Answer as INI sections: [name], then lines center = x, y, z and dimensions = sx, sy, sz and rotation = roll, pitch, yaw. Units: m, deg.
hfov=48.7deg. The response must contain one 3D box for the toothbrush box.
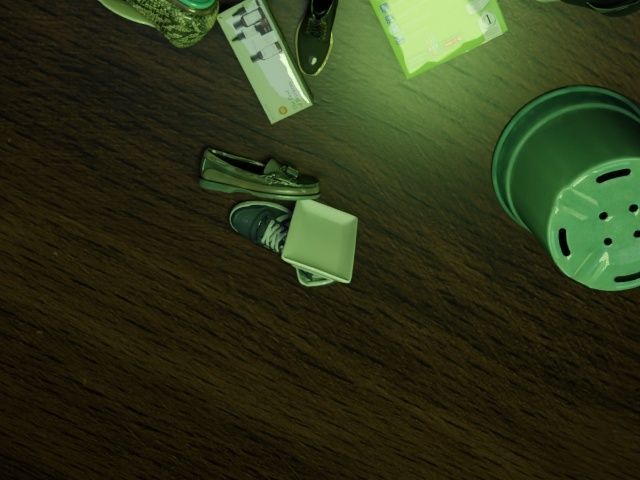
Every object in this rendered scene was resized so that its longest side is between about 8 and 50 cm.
[toothbrush box]
center = 0.193, -0.480, 1.314
dimensions = 0.206, 0.122, 0.283
rotation = -25, 112, 15

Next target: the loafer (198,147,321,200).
[loafer]
center = -0.130, -0.141, 1.513
dimensions = 0.267, 0.096, 0.084
rotation = 6, 109, 3

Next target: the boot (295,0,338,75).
[boot]
center = -0.011, -0.405, 1.354
dimensions = 0.076, 0.137, 0.198
rotation = 10, 116, -1

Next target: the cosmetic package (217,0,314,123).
[cosmetic package]
center = -0.109, -0.364, 1.422
dimensions = 0.098, 0.060, 0.239
rotation = -23, 111, 15

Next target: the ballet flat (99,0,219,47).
[ballet flat]
center = -0.411, -0.537, 1.322
dimensions = 0.482, 0.164, 0.182
rotation = 40, 139, -13

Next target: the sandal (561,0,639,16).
[sandal]
center = 0.525, -0.451, 1.287
dimensions = 0.254, 0.054, 0.097
rotation = -8, 131, -27

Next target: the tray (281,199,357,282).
[tray]
center = 0.000, 0.000, 1.470
dimensions = 0.145, 0.270, 0.030
rotation = 21, 120, -6

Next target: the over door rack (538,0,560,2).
[over door rack]
center = 0.389, -0.580, 1.190
dimensions = 0.239, 0.108, 0.325
rotation = 3, 111, -34

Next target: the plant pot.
[plant pot]
center = 0.527, -0.090, 1.357
dimensions = 0.340, 0.334, 0.341
rotation = 1, 116, 3

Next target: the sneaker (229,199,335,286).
[sneaker]
center = -0.071, 0.007, 1.541
dimensions = 0.282, 0.153, 0.099
rotation = 22, 114, -6
